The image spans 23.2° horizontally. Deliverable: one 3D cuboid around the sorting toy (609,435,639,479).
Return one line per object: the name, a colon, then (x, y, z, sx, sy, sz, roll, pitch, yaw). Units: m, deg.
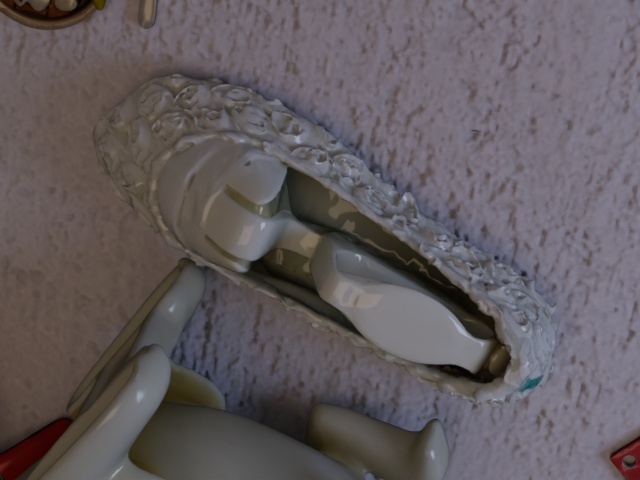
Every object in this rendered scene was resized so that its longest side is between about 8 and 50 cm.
sorting toy: (0.345, 0.241, 1.221, 0.132, 0.046, 0.274, -33, 97, 19)

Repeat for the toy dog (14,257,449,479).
toy dog: (-0.052, 0.282, 1.191, 0.408, 0.284, 0.395, 38, 96, -7)

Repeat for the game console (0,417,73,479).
game console: (-0.242, 0.240, 1.371, 0.124, 0.085, 0.144, -32, 99, -12)

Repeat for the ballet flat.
ballet flat: (0.000, 0.000, 1.182, 0.409, 0.147, 0.147, 28, 110, 4)

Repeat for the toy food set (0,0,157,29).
toy food set: (-0.219, -0.228, 1.211, 0.192, 0.038, 0.132, 7, 108, 11)
